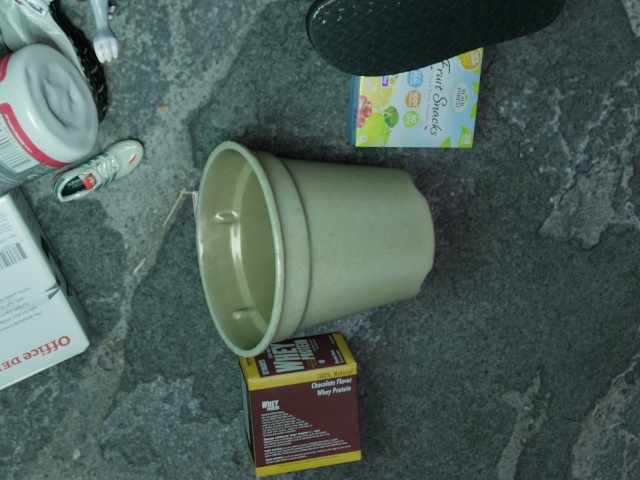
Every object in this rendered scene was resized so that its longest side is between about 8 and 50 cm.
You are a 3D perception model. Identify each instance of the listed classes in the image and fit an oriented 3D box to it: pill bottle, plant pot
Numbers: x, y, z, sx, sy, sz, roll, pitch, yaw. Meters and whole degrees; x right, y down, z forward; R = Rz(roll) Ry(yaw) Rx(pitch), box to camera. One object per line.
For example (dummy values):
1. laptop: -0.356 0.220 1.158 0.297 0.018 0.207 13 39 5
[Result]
1. pill bottle: -0.498 -0.149 1.556 0.318 0.176 0.176 -20 115 22
2. plant pot: 0.000 0.000 1.707 0.305 0.334 0.334 -6 112 -27

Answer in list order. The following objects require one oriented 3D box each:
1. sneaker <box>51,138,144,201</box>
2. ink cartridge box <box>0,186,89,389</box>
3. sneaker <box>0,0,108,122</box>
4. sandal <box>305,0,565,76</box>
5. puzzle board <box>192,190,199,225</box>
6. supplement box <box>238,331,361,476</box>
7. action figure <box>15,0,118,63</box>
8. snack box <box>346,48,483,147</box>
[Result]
1. sneaker: -0.352 -0.105 1.699 0.161 0.075 0.057 -26 113 -2
2. ink cartridge box: -0.523 0.074 1.701 0.211 0.121 0.289 -23 113 -3
3. sneaker: -0.414 -0.290 1.615 0.108 0.100 0.272 -29 108 10
4. sandal: 0.172 -0.362 1.666 0.445 0.107 0.168 -13 134 -21
5. puzzle board: -0.162 -0.027 1.807 0.096 0.011 0.128 -8 111 -10
6. supplement box: -0.037 0.287 1.887 0.191 0.129 0.194 -8 112 -10
7. action figure: -0.286 -0.415 1.481 0.370 0.248 0.276 -19 119 -22
8. snack box: 0.155 -0.245 1.767 0.207 0.070 0.175 -2 109 -14
